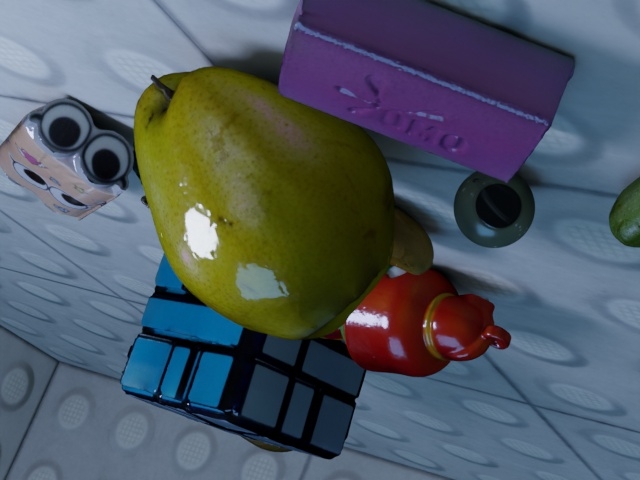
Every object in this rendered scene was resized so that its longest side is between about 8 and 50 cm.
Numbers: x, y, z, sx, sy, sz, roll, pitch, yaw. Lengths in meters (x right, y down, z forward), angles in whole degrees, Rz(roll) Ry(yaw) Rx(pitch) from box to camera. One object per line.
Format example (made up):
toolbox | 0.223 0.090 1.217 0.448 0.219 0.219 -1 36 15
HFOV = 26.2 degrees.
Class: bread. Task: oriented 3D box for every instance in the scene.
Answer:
bread | 0.071 -0.016 1.796 0.189 0.077 0.114 28 -177 -21

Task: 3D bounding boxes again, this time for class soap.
soap | 0.095 -0.154 1.309 0.259 0.081 0.181 22 164 -1

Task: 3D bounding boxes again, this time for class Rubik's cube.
Rubik's cube | -0.110 0.174 2.234 0.288 0.283 0.293 8 167 44

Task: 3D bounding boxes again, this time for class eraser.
eraser | -0.376 -0.118 2.015 0.171 0.087 0.290 37 161 -14

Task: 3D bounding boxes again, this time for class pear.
pear | -0.074 -0.042 1.554 0.336 0.285 0.285 24 164 -3

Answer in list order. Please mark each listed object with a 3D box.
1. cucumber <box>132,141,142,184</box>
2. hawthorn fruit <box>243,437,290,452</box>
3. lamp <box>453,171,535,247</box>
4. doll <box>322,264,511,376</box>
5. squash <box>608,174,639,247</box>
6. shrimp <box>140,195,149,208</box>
cucumber | -0.202 -0.098 1.919 0.116 0.062 0.115 33 164 -29
hawthorn fruit | -0.063 0.260 2.549 0.267 0.268 0.301 17 168 17
lamp | 0.193 -0.035 1.576 0.091 0.091 0.163 22 178 0
doll | 0.117 0.115 1.995 0.363 0.160 0.182 6 151 38
squash | 0.343 -0.041 1.368 0.069 0.069 0.239 22 164 0
shrimp | -0.151 -0.026 2.094 0.251 0.052 0.143 21 167 2
